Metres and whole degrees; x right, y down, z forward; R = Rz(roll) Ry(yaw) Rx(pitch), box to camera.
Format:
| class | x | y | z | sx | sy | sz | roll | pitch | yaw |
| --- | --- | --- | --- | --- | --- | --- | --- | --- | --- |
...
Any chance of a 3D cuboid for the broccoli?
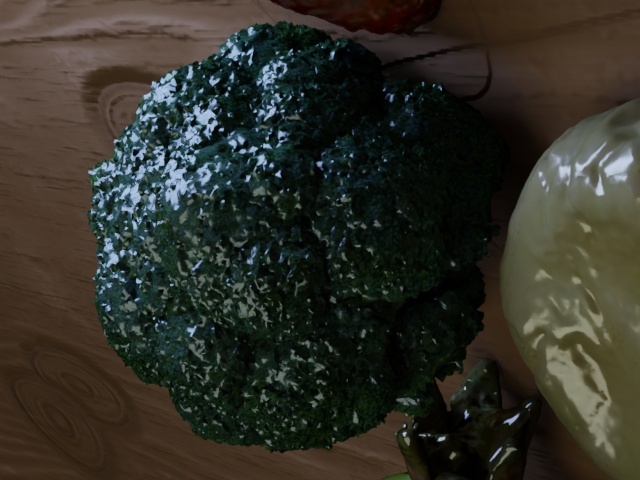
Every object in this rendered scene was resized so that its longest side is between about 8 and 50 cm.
| class | x | y | z | sx | sy | sz | roll | pitch | yaw |
| --- | --- | --- | --- | --- | --- | --- | --- | --- | --- |
| broccoli | 0.000 | 0.000 | 1.068 | 0.270 | 0.270 | 0.270 | 31 | -178 | 33 |

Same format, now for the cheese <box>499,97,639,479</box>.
| class | x | y | z | sx | sy | sz | roll | pitch | yaw |
| --- | --- | --- | --- | --- | --- | --- | --- | --- | --- |
| cheese | 0.194 | 0.034 | 0.899 | 0.226 | 0.117 | 0.214 | 56 | 148 | -3 |

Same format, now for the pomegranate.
| class | x | y | z | sx | sy | sz | roll | pitch | yaw |
| --- | --- | --- | --- | --- | --- | --- | --- | --- | --- |
| pomegranate | 0.097 | 0.246 | 1.242 | 0.231 | 0.231 | 0.286 | 41 | 142 | 16 |

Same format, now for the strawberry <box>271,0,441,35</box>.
| class | x | y | z | sx | sy | sz | roll | pitch | yaw |
| --- | --- | --- | --- | --- | --- | --- | --- | --- | --- |
| strawberry | -0.056 | -0.191 | 0.994 | 0.236 | 0.106 | 0.175 | 34 | 151 | 29 |
